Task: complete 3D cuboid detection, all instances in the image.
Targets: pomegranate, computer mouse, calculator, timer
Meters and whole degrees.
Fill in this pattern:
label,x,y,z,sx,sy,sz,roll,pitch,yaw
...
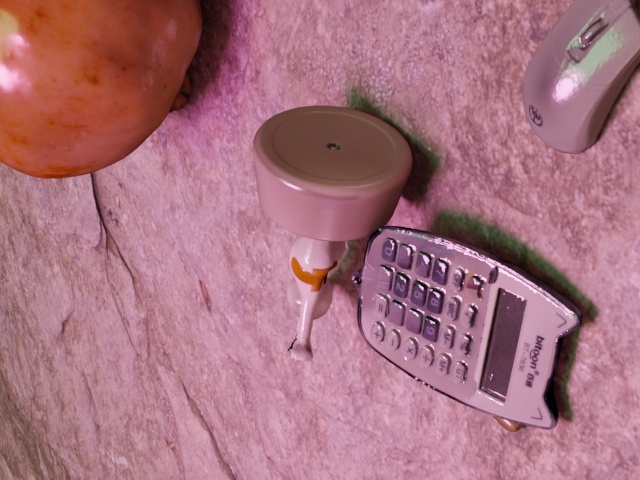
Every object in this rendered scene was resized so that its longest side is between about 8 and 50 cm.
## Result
label,x,y,z,sx,sy,sz,roll,pitch,yaw
pomegranate,-0.340,-0.275,1.492,0.411,0.412,0.411,23,119,49
computer mouse,0.232,-0.152,1.002,0.089,0.056,0.181,51,137,24
calculator,0.142,0.084,1.166,0.268,0.040,0.177,23,120,28
timer,0.000,0.000,1.288,0.175,0.175,0.266,44,140,37

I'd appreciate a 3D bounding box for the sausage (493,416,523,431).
label,x,y,z,sx,sy,sz,roll,pitch,yaw
sausage,0.173,0.157,1.211,0.132,0.024,0.024,50,137,31
